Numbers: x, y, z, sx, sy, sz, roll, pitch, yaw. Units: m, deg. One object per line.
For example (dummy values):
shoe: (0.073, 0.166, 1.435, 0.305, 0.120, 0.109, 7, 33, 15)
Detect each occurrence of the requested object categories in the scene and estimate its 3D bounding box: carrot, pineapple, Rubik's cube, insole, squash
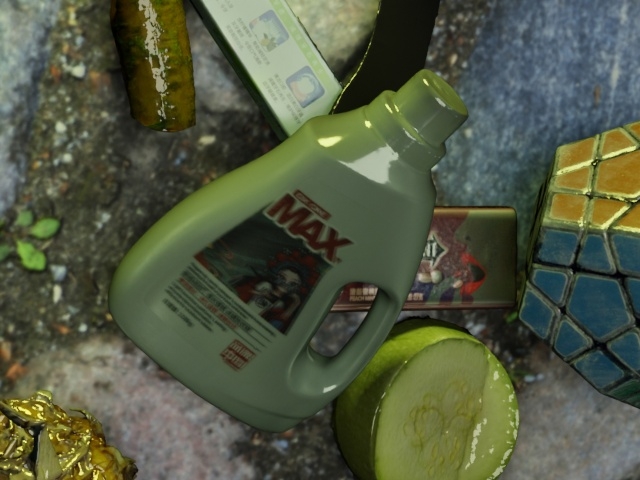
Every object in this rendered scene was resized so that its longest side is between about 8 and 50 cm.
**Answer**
carrot: (-0.175, -0.199, 1.425, 0.082, 0.082, 0.173, -7, 97, -14)
pineapple: (-0.243, 0.255, 1.381, 0.161, 0.158, 0.334, -32, 93, -28)
Rubik's cube: (0.356, 0.025, 1.466, 0.264, 0.319, 0.319, -27, 101, -47)
insole: (0.069, -0.173, 1.479, 0.119, 0.009, 0.348, 26, 73, -37)
squash: (0.130, 0.196, 1.503, 0.220, 0.133, 0.220, -1, 93, -20)

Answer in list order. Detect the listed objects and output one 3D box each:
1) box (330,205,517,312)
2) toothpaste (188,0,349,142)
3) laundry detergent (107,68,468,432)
box: (0.105, 0.019, 1.512, 0.224, 0.069, 0.120, -2, 93, -15)
toothpaste: (-0.094, -0.264, 1.448, 0.081, 0.067, 0.336, -35, 100, -9)
laundry detergent: (0.000, 0.000, 1.368, 0.264, 0.125, 0.398, 41, 112, -12)
